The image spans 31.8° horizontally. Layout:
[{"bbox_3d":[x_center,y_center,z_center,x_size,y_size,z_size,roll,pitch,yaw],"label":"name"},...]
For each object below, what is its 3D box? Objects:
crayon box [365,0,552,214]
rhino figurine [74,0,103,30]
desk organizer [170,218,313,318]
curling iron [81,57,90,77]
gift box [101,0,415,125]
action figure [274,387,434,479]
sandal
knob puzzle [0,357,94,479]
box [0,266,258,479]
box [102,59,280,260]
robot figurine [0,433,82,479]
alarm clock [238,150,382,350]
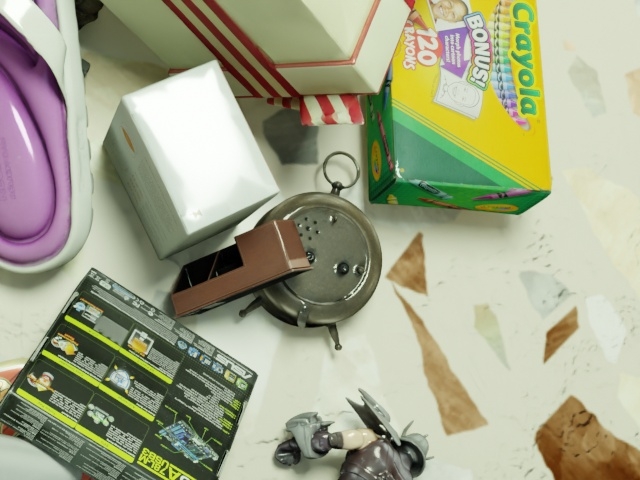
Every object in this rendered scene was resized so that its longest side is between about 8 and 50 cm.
[{"bbox_3d":[0.133,-0.171,1.132,0.165,0.081,0.279,4,73,-17],"label":"crayon box"},{"bbox_3d":[-0.287,-0.294,1.039,0.073,0.106,0.243,-34,91,22],"label":"rhino figurine"},{"bbox_3d":[-0.078,0.026,1.036,0.130,0.047,0.050,-22,83,22],"label":"desk organizer"},{"bbox_3d":[-0.344,-0.210,1.038,0.273,0.035,0.068,22,80,-12],"label":"curling iron"},{"bbox_3d":[-0.034,-0.258,0.975,0.258,0.276,0.255,43,66,-46],"label":"gift box"},{"bbox_3d":[0.005,0.258,1.039,0.285,0.099,0.185,-35,86,-32],"label":"action figure"},{"bbox_3d":[-0.289,-0.170,0.953,0.169,0.102,0.417,-15,98,14],"label":"sandal"},{"bbox_3d":[-0.262,0.190,1.002,0.213,0.030,0.213,3,80,-16],"label":"knob puzzle"},{"bbox_3d":[-0.160,0.134,0.979,0.190,0.045,0.184,34,35,-10],"label":"box"},{"bbox_3d":[-0.121,-0.067,1.010,0.091,0.170,0.130,-26,90,-19],"label":"box"},{"bbox_3d":[-0.252,0.296,0.857,0.353,0.199,0.300,25,59,-42],"label":"robot figurine"},{"bbox_3d":[0.000,0.000,1.096,0.129,0.064,0.192,20,73,-13],"label":"alarm clock"}]
